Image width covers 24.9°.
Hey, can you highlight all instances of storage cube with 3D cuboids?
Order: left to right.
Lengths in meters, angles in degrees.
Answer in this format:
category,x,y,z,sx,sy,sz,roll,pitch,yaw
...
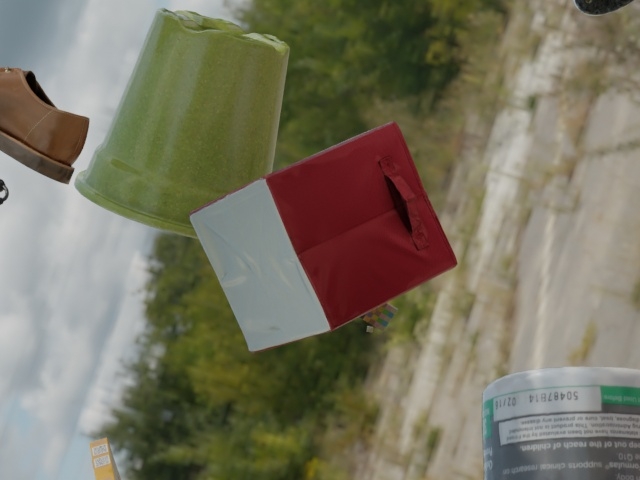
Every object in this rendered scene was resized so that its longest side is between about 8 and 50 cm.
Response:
category,x,y,z,sx,sy,sz,roll,pitch,yaw
storage cube,0.000,0.000,1.633,0.193,0.184,0.215,-25,3,-35

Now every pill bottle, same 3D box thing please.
category,x,y,z,sx,sy,sz,roll,pitch,yaw
pill bottle,0.271,0.323,1.483,0.204,0.204,0.361,105,166,-72

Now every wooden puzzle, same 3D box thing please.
category,x,y,z,sx,sy,sz,roll,pitch,yaw
wooden puzzle,0.095,0.118,2.378,0.083,0.049,0.006,-56,5,29

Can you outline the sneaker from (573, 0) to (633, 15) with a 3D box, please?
category,x,y,z,sx,sy,sz,roll,pitch,yaw
sneaker,0.430,-0.393,1.986,0.237,0.085,0.086,-48,5,-10

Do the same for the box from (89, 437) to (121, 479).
category,x,y,z,sx,sy,sz,roll,pitch,yaw
box,-0.262,0.318,1.816,0.136,0.028,0.081,-115,11,-63

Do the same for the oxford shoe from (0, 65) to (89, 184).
category,x,y,z,sx,sy,sz,roll,pitch,yaw
oxford shoe,-0.299,-0.131,1.318,0.076,0.212,0.076,-62,-12,4

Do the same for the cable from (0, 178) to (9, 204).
category,x,y,z,sx,sy,sz,roll,pitch,yaw
cable,-0.455,-0.076,1.640,0.150,0.184,0.047,21,99,46

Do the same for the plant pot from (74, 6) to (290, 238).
category,x,y,z,sx,sy,sz,roll,pitch,yaw
plant pot,-0.159,-0.160,1.890,0.276,0.276,0.254,-68,-6,-77
